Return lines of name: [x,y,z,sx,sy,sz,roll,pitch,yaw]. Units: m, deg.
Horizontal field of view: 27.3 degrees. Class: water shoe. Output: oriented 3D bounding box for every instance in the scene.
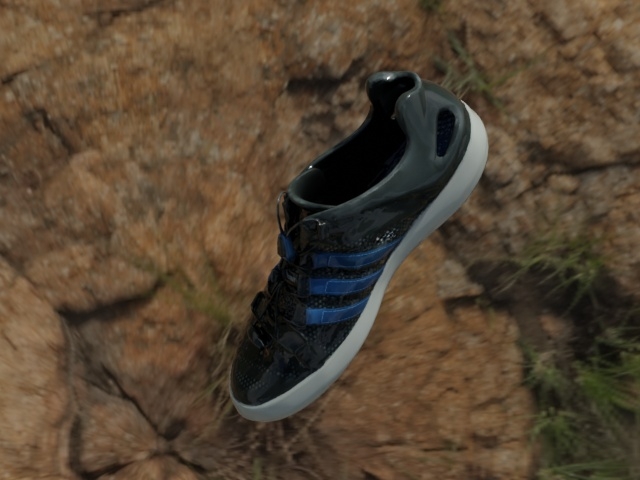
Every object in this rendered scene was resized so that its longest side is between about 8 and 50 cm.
water shoe: [0.000,0.000,0.687,0.080,0.073,0.203,30,98,-40]
